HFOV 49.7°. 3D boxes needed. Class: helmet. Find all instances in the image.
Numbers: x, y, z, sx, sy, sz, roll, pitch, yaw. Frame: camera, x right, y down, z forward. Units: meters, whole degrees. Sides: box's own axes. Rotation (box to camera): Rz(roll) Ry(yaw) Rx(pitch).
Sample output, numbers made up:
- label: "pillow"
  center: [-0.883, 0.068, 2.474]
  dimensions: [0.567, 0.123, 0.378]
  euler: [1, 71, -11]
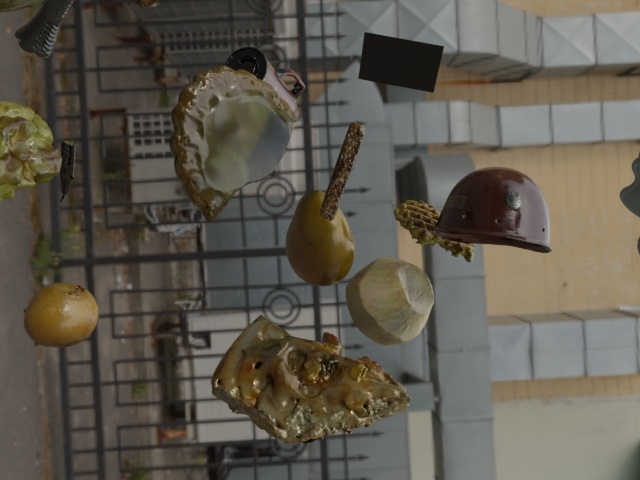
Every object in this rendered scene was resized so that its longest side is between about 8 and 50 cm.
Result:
- label: "helmet"
  center: [0.510, -0.100, 2.033]
  dimensions: [0.385, 0.337, 0.230]
  euler: [-171, -89, -76]

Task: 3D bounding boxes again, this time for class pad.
- label: "pad"
  center: [0.189, -0.424, 1.651]
  dimensions: [0.127, 0.190, 0.004]
  euler: [98, 5, -45]

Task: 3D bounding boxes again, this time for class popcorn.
- label: "popcorn"
  center: [-0.678, -0.179, 1.466]
  dimensions: [0.251, 0.236, 0.206]
  euler: [33, -50, 43]

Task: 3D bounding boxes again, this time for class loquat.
- label: "loquat"
  center: [-0.520, 0.149, 1.384]
  dimensions: [0.141, 0.141, 0.141]
  euler: [177, -90, -88]

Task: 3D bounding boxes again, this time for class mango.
- label: "mango"
  center: [0.000, 0.000, 1.915]
  dimensions: [0.211, 0.172, 0.317]
  euler: [46, -27, 30]

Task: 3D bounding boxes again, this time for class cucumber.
- label: "cucumber"
  center: [-0.630, -0.172, 1.723]
  dimensions: [0.043, 0.038, 0.163]
  euler: [-37, 146, -54]

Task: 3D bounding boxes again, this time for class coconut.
- label: "coconut"
  center: [0.199, 0.180, 2.047]
  dimensions: [0.259, 0.259, 0.260]
  euler: [177, -90, -88]

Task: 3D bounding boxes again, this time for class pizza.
- label: "pizza"
  center: [-0.019, 0.203, 1.000]
  dimensions: [0.189, 0.296, 0.071]
  euler: [-45, 142, -40]

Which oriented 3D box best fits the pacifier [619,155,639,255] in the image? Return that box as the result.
- label: "pacifier"
  center: [0.680, -0.045, 1.310]
  dimensions: [0.226, 0.238, 0.287]
  euler: [-61, 162, -13]

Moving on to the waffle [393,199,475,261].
- label: "waffle"
  center: [0.381, -0.041, 2.297]
  dimensions: [0.058, 0.300, 0.282]
  euler: [-62, 177, 28]

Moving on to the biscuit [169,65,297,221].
- label: "biscuit"
  center: [-0.188, -0.201, 1.504]
  dimensions: [0.078, 0.329, 0.335]
  euler: [18, -81, 44]

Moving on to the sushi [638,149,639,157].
- label: "sushi"
  center: [0.788, -0.200, 1.583]
  dimensions: [0.150, 0.090, 0.078]
  euler: [-97, 179, -66]

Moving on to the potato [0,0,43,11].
- label: "potato"
  center: [-0.597, -0.503, 1.283]
  dimensions: [0.174, 0.159, 0.251]
  euler: [56, 36, 2]

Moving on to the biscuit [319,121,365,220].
- label: "biscuit"
  center: [0.042, -0.135, 1.359]
  dimensions: [0.064, 0.034, 0.199]
  euler: [-97, -154, -84]

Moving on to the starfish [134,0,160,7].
- label: "starfish"
  center: [-0.420, -0.580, 1.667]
  dimensions: [0.130, 0.132, 0.041]
  euler: [15, 82, -75]

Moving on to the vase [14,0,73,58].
- label: "vase"
  center: [-0.735, -0.620, 1.890]
  dimensions: [0.237, 0.115, 0.116]
  euler: [-40, -141, 35]

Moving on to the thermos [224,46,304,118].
- label: "thermos"
  center: [-0.127, -0.380, 1.765]
  dimensions: [0.136, 0.109, 0.330]
  euler: [-65, 161, -4]
